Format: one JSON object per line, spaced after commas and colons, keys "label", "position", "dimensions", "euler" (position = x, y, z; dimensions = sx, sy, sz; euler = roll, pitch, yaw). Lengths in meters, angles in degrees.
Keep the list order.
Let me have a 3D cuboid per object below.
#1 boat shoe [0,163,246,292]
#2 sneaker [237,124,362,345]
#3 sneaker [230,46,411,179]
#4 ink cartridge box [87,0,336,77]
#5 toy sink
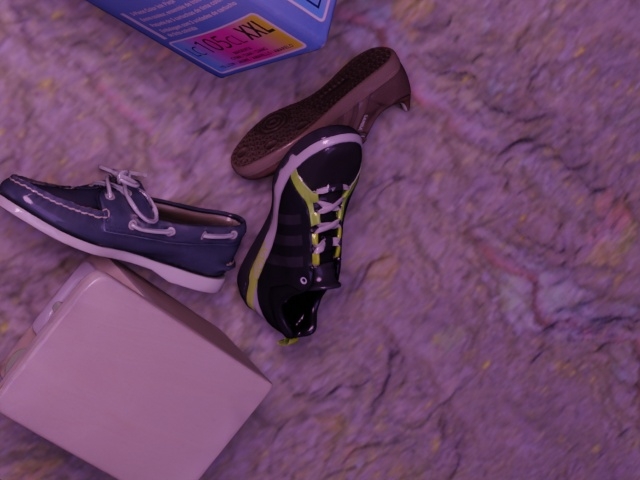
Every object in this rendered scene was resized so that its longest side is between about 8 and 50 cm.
{"label": "boat shoe", "position": [-0.172, -0.021, 1.576], "dimensions": [0.254, 0.095, 0.079], "euler": [21, 101, -35]}
{"label": "sneaker", "position": [0.000, 0.000, 1.636], "dimensions": [0.084, 0.097, 0.235], "euler": [-12, 139, -36]}
{"label": "sneaker", "position": [0.008, -0.101, 1.649], "dimensions": [0.188, 0.066, 0.071], "euler": [-35, 124, -8]}
{"label": "ink cartridge box", "position": [-0.153, -0.333, 1.346], "dimensions": [0.395, 0.151, 0.270], "euler": [28, 65, -32]}
{"label": "toy sink", "position": [-0.189, 0.111, 1.608], "dimensions": [0.234, 0.131, 0.153], "euler": [36, 93, -39]}
